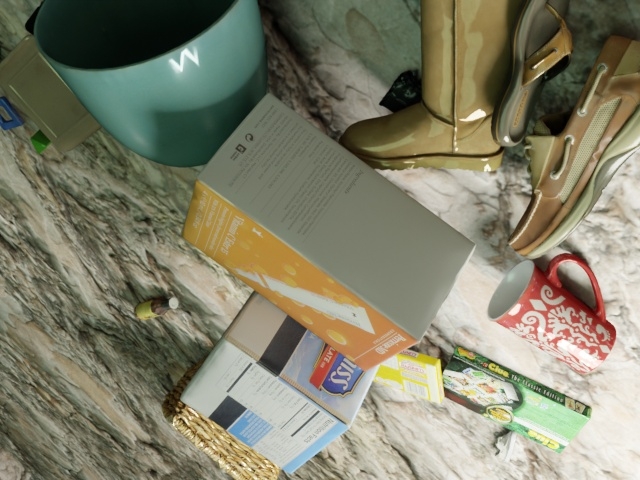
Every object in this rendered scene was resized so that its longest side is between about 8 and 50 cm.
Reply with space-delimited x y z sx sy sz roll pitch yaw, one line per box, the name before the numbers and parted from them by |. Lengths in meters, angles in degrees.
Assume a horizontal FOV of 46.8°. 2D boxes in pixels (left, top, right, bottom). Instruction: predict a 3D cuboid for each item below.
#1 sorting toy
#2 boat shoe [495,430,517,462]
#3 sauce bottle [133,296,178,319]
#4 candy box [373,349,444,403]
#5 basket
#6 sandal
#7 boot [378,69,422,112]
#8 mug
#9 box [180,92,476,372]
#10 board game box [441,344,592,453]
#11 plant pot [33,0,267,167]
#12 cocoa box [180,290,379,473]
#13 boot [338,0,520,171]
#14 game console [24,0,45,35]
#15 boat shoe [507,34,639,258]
sorting toy | -0.485 -0.269 1.351 0.347 0.047 0.196 -21 119 43
boat shoe | 0.360 0.399 1.447 0.035 0.035 0.100 16 142 15
sauce bottle | -0.369 0.151 1.663 0.128 0.042 0.042 -16 119 42
candy box | 0.137 0.242 1.426 0.205 0.027 0.105 14 132 32
basket | -0.232 0.446 1.716 0.299 0.223 0.213 44 137 -12
sandal | 0.261 -0.209 0.877 0.060 0.090 0.219 32 120 37
boot | 0.128 -0.175 1.056 0.099 0.045 0.121 35 131 -4
mug | 0.366 0.113 1.127 0.169 0.113 0.150 35 140 -5
box | 0.000 0.000 1.029 0.345 0.168 0.215 36 155 0
board game box | 0.348 0.294 1.362 0.259 0.030 0.136 25 135 10
plant pot | -0.204 -0.246 1.035 0.292 0.293 0.235 11 147 23
cocoa box | -0.024 0.156 1.228 0.228 0.347 0.231 35 137 -2
boot | 0.136 -0.226 0.941 0.236 0.089 0.270 1 124 6
game console | -0.383 -0.366 1.167 0.144 0.085 0.124 30 138 3
boat shoe | 0.325 -0.118 0.945 0.119 0.122 0.324 34 130 8
